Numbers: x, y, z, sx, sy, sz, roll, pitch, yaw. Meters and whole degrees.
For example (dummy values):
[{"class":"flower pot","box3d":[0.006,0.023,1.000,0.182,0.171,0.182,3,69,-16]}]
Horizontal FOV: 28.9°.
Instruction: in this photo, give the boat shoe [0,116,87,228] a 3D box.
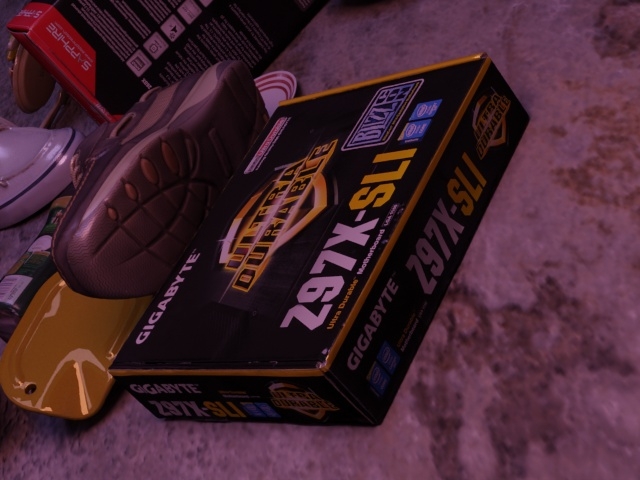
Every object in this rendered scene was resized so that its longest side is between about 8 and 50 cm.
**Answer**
[{"class":"boat shoe","box3d":[-0.457,-0.107,1.624,0.367,0.156,0.136,-11,42,43]}]

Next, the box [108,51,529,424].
[{"class":"box","box3d":[0.000,0.000,1.022,0.257,0.079,0.322,-4,46,45]}]

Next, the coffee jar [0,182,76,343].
[{"class":"coffee jar","box3d":[-0.261,0.028,1.272,0.079,0.096,0.184,-4,45,40]}]

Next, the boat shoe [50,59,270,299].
[{"class":"boat shoe","box3d":[-0.161,-0.052,1.167,0.130,0.132,0.355,-9,25,26]}]

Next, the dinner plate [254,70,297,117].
[{"class":"dinner plate","box3d":[-0.080,-0.130,1.351,0.141,0.017,0.141,-30,31,21]}]

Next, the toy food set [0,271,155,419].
[{"class":"toy food set","box3d":[-0.209,0.086,1.175,0.128,0.071,0.218,8,54,24]}]

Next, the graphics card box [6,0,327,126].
[{"class":"graphics card box","box3d":[-0.145,-0.284,1.416,0.371,0.233,0.094,-49,30,-12]}]

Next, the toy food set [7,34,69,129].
[{"class":"toy food set","box3d":[-0.399,-0.240,1.715,0.038,0.192,0.132,11,52,12]}]
